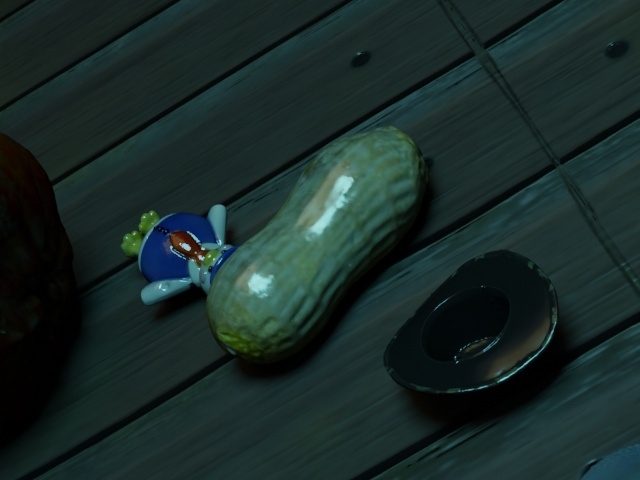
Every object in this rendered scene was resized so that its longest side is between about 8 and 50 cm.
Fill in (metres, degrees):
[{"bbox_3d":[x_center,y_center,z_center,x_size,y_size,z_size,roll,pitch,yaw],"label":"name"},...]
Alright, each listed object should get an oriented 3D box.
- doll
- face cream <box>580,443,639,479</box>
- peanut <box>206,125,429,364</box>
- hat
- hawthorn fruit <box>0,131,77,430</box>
[{"bbox_3d":[-0.091,0.016,1.161,0.143,0.058,0.099,24,67,42],"label":"doll"},{"bbox_3d":[0.137,0.149,0.645,0.092,0.311,0.092,-4,68,9],"label":"face cream"},{"bbox_3d":[0.000,0.000,1.083,0.207,0.087,0.087,-48,40,-17],"label":"peanut"},{"bbox_3d":[0.101,0.063,0.971,0.121,0.050,0.121,-25,38,21],"label":"hat"},{"bbox_3d":[-0.338,0.033,1.155,0.300,0.254,0.254,-3,46,14],"label":"hawthorn fruit"}]
